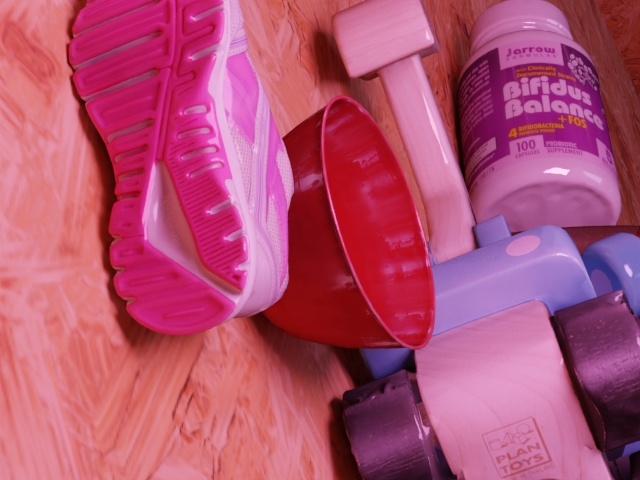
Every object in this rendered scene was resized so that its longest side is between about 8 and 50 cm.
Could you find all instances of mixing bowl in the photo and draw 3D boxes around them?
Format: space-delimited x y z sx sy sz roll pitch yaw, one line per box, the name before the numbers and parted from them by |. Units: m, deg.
mixing bowl | 0.000 0.000 0.937 0.181 0.098 0.181 51 30 -45

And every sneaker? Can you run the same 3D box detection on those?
sneaker | -0.076 -0.062 0.812 0.111 0.103 0.252 28 54 -67

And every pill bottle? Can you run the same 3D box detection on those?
pill bottle | 0.246 -0.136 1.578 0.169 0.169 0.301 50 29 -45

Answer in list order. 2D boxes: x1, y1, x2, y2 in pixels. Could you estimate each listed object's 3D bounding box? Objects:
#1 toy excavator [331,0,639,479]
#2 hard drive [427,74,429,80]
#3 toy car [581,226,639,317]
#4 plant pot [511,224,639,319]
toy excavator | 0.124 0.043 1.127 0.445 0.222 0.433 -96 162 -64
hard drive | 0.110 -0.113 1.422 0.094 0.022 0.135 -8 81 -69
toy car | 0.333 0.084 1.218 0.210 0.219 0.238 64 -22 17
plant pot | 0.274 0.071 1.390 0.215 0.230 0.215 53 27 -42
